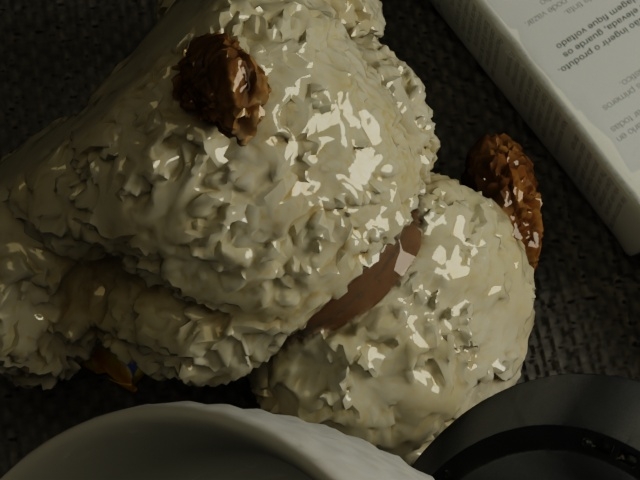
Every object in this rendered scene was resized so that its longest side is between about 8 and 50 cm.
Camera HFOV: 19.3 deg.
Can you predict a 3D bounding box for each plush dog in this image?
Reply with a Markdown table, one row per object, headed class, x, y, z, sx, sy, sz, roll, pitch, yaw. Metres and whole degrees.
| class | x | y | z | sx | sy | sz | roll | pitch | yaw |
| --- | --- | --- | --- | --- | --- | --- | --- | --- | --- |
| plush dog | 0.000 | 0.000 | 0.800 | 0.225 | 0.210 | 0.262 | 45 | 74 | -20 |

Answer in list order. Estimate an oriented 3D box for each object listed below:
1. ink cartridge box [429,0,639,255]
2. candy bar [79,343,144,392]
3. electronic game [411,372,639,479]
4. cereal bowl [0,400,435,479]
| class | x | y | z | sx | sy | sz | roll | pitch | yaw |
| --- | --- | --- | --- | --- | --- | --- | --- | --- | --- |
| ink cartridge box | 0.234 | -0.144 | 0.906 | 0.324 | 0.071 | 0.330 | -32 | 75 | -11 |
| candy bar | -0.055 | 0.004 | 0.885 | 0.040 | 0.018 | 0.161 | 35 | 73 | 14 |
| electronic game | 0.098 | 0.165 | 0.713 | 0.229 | 0.048 | 0.229 | -9 | 76 | 43 |
| cereal bowl | -0.018 | 0.228 | 0.681 | 0.339 | 0.141 | 0.339 | -9 | 76 | 43 |
